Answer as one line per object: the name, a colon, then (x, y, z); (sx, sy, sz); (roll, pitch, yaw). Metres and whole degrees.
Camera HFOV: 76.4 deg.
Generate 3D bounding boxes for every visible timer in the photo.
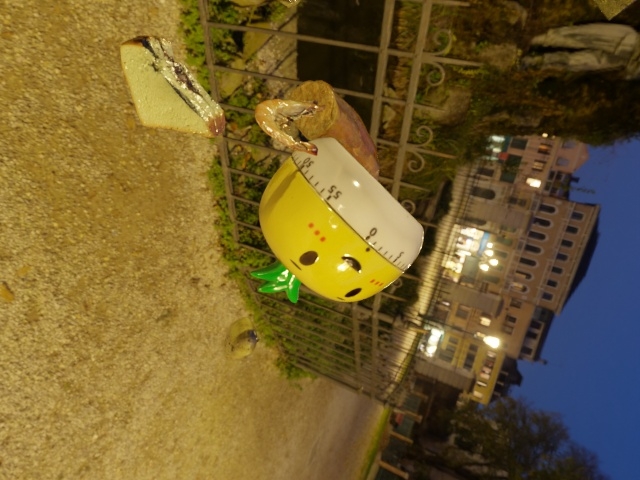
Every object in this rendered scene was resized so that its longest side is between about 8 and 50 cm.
timer: (0.000, 0.000, 0.670); (0.285, 0.285, 0.285); (-53, 153, -42)

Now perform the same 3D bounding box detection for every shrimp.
shrimp: (-0.022, -0.133, 0.474); (0.114, 0.083, 0.023); (-27, 165, -44)

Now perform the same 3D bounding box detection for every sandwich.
sandwich: (-0.415, -0.430, 1.144); (0.099, 0.288, 0.254); (-46, 145, -49)

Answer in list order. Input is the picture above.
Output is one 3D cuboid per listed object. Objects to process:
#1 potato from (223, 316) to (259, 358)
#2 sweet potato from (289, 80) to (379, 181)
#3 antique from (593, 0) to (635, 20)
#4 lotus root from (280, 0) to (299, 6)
potato: (-0.218, 0.274, 1.113); (0.188, 0.085, 0.105); (130, -31, -51)
sweet potato: (0.063, -0.269, 1.119); (0.370, 0.158, 0.158); (42, 64, -39)
antique: (0.741, -0.705, 1.076); (0.081, 0.221, 0.080); (-44, -176, -34)
lotus root: (-0.101, -0.674, 1.070); (0.077, 0.090, 0.183); (-56, 175, 21)
